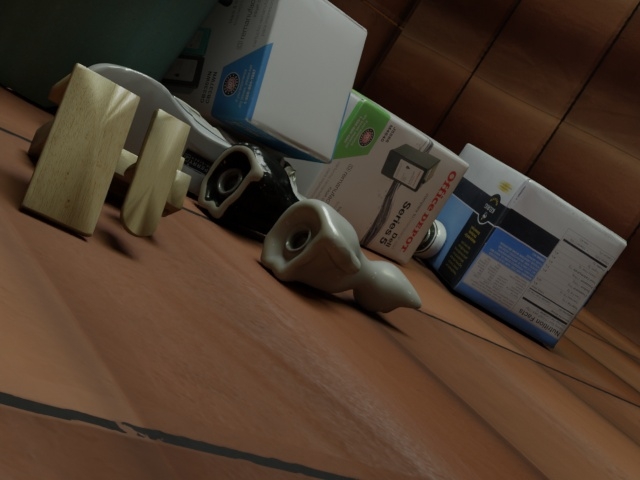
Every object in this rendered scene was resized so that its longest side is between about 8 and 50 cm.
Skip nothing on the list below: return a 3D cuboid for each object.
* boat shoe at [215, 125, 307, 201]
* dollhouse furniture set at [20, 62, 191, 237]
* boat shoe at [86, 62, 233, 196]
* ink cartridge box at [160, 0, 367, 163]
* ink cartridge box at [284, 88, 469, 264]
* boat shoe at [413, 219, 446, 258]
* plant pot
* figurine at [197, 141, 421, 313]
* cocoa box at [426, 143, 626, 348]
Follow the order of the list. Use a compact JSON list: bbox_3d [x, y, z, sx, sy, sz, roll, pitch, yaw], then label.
[{"bbox_3d":[-0.065,-0.077,1.363,0.226,0.075,0.083,25,11,-40],"label":"boat shoe"},{"bbox_3d":[-0.190,-0.040,0.858,0.144,0.123,0.151,28,-25,-30],"label":"dollhouse furniture set"},{"bbox_3d":[-0.173,-0.119,1.159,0.268,0.096,0.088,27,6,-40],"label":"boat shoe"},{"bbox_3d":[-0.118,-0.238,1.404,0.270,0.198,0.197,12,-6,36],"label":"ink cartridge box"},{"bbox_3d":[0.073,-0.103,1.597,0.273,0.198,0.115,24,12,-43],"label":"ink cartridge box"},{"bbox_3d":[0.148,-0.027,1.885,0.070,0.077,0.219,28,1,-31],"label":"boat shoe"},{"bbox_3d":[-0.261,-0.328,1.214,0.341,0.334,0.341,31,9,-5],"label":"plant pot"},{"bbox_3d":[0.000,0.000,1.148,0.209,0.092,0.215,29,9,-48],"label":"figurine"},{"bbox_3d":[0.340,0.000,1.870,0.231,0.228,0.347,30,8,-16],"label":"cocoa box"}]
